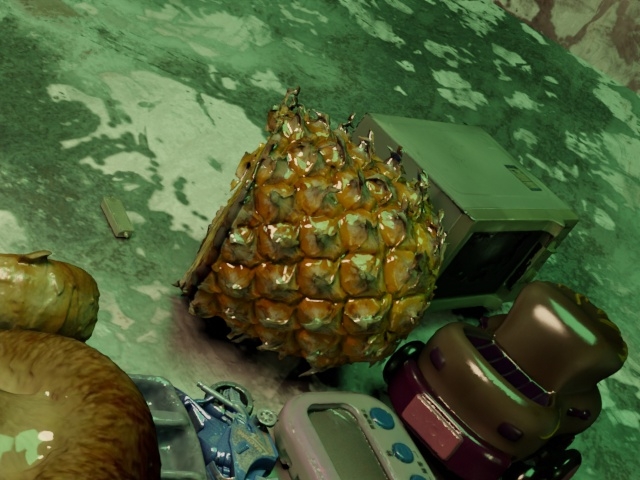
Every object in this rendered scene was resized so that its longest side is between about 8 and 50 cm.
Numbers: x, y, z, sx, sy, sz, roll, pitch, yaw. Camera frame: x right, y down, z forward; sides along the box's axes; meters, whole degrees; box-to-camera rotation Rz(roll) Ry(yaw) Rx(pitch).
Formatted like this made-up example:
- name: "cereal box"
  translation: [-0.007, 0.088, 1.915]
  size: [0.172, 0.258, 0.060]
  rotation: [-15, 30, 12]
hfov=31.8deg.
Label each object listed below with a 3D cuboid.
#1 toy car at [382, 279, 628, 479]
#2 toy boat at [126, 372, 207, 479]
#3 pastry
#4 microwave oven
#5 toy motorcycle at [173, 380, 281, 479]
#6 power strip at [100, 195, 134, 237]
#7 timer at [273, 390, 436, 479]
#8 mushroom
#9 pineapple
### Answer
- name: "toy car"
  translation: [0.269, 0.187, 1.541]
  size: [0.271, 0.240, 0.341]
  rotation: [45, 24, 23]
- name: "toy boat"
  translation: [-0.188, 0.264, 1.212]
  size: [0.127, 0.078, 0.283]
  rotation: [13, 36, -28]
- name: "pastry"
  translation: [-0.349, 0.070, 1.244]
  size: [0.229, 0.218, 0.100]
  rotation: [19, 69, -60]
- name: "microwave oven"
  translation: [0.191, -0.035, 1.793]
  size: [0.286, 0.218, 0.355]
  rotation: [46, 27, 26]
- name: "toy motorcycle"
  translation: [-0.107, 0.246, 1.319]
  size: [0.114, 0.076, 0.205]
  rotation: [-1, 42, -31]
- name: "power strip"
  translation: [-0.288, -0.032, 1.598]
  size: [0.027, 0.017, 0.083]
  rotation: [3, 41, -36]
- name: "timer"
  translation: [0.044, 0.279, 1.396]
  size: [0.191, 0.069, 0.208]
  rotation: [6, 40, -38]
- name: "mushroom"
  translation: [-0.312, 0.166, 1.015]
  size: [0.334, 0.356, 0.331]
  rotation: [5, 12, 14]
- name: "pineapple"
  translation: [0.000, 0.000, 1.491]
  size: [0.300, 0.352, 0.352]
  rotation: [24, 32, -13]
